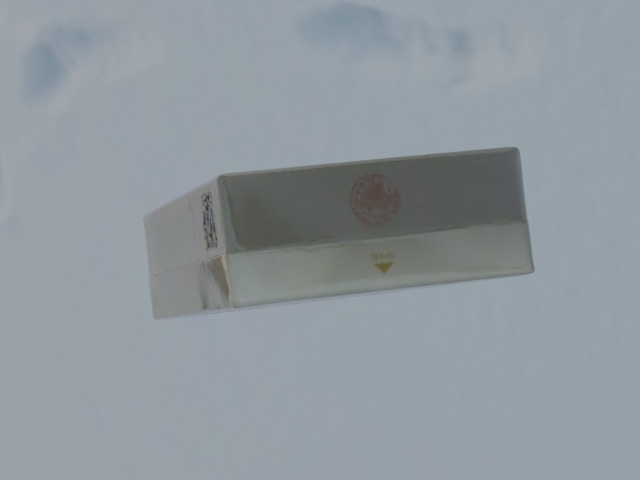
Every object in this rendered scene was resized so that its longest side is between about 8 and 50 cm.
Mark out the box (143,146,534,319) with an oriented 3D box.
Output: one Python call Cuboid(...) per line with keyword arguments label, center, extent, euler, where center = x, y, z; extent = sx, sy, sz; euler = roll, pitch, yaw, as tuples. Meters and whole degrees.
Cuboid(label="box", center=(0.000, 0.000, 0.823), extent=(0.201, 0.141, 0.058), euler=(168, 95, -73))
